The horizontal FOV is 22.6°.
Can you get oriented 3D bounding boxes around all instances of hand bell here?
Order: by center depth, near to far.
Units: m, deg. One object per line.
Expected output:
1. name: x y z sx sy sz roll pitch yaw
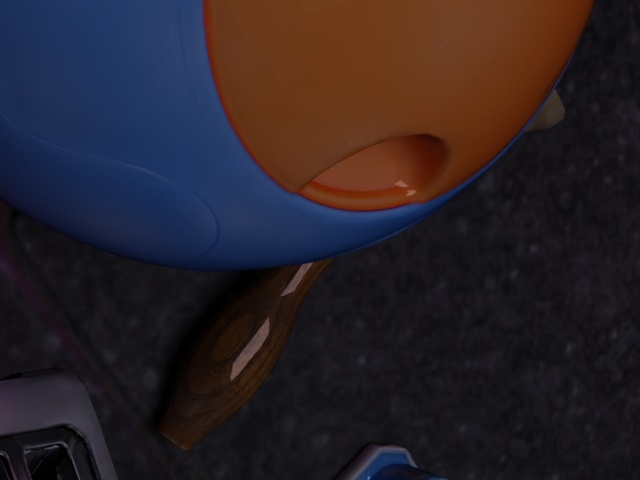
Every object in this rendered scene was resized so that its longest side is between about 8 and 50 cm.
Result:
1. hand bell: 0.000 0.000 0.783 0.126 0.126 0.242 39 84 -34

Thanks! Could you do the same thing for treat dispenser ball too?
1. treat dispenser ball: -0.034 -0.132 0.603 0.288 0.288 0.288 -5 98 -38

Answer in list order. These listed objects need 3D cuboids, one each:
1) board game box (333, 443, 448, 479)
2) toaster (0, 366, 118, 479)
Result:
1. board game box: 0.008 0.375 0.848 0.390 0.050 0.390 -43 120 -27
2. toaster: -0.159 0.142 0.595 0.168 0.110 0.186 -4 68 -49
